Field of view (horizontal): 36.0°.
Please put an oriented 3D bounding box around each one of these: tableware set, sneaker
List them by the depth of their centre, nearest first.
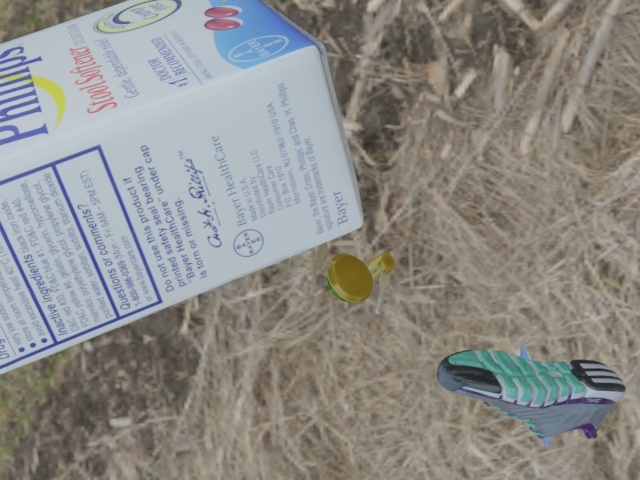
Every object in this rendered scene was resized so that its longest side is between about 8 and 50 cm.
[{"bbox_3d":[0.000,0.000,0.899,0.024,0.154,0.104,-42,25,49],"label":"tableware set"},{"bbox_3d":[0.231,0.186,1.109,0.083,0.224,0.098,-108,28,-61],"label":"sneaker"}]

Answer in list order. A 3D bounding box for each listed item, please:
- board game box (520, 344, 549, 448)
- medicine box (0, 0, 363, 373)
[{"bbox_3d":[0.338,0.232,1.491,0.168,0.033,0.133,76,179,-57],"label":"board game box"},{"bbox_3d":[-0.154,-0.072,0.763,0.263,0.289,0.149,-128,20,-57],"label":"medicine box"}]
